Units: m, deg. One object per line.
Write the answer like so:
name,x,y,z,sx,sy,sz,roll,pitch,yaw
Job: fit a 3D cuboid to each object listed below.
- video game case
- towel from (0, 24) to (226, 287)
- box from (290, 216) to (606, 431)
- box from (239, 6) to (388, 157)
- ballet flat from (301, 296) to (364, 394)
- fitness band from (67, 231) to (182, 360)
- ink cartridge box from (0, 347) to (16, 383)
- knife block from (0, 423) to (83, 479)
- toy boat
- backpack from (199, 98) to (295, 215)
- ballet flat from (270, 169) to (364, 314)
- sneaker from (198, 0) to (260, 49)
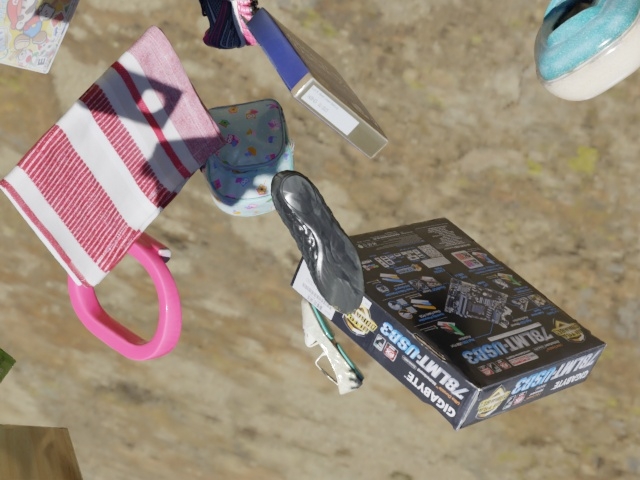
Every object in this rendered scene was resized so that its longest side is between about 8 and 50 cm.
video game case,-0.426,-0.363,1.717,0.026,0.227,0.206,33,-167,25
towel,-0.289,-0.117,1.714,0.037,0.329,0.237,20,151,40
box,0.162,0.091,1.472,0.293,0.295,0.073,41,122,29
box,-0.012,-0.196,1.393,0.036,0.225,0.136,-46,129,11
ballet flat,0.005,0.165,1.836,0.168,0.052,0.057,57,-173,1
fitness band,-0.333,0.082,2.013,0.054,0.209,0.290,-11,-151,-44
ink cartridge box,-0.349,0.010,1.035,0.255,0.097,0.189,42,180,-8
knife block,-0.223,0.268,0.956,0.088,0.276,0.242,9,158,-26
toy boat,0.418,-0.340,1.619,0.318,0.267,0.148,-35,107,24
backpack,-0.125,-0.142,2.020,0.165,0.189,0.144,-10,167,-10
ballet flat,0.000,0.000,1.263,0.173,0.057,0.049,64,169,-13
sneaker,-0.190,-0.493,2.171,0.112,0.121,0.299,-8,112,8
